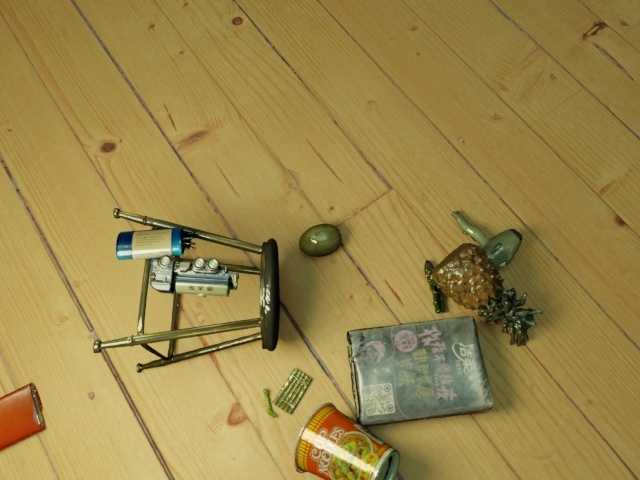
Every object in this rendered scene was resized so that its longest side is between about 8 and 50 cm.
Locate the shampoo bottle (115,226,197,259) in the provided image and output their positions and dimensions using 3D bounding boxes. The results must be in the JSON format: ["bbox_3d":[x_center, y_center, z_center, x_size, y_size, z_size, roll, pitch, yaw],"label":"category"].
[{"bbox_3d":[-0.386,0.006,1.286,0.183,0.050,0.087,-4,40,-8],"label":"shampoo bottle"}]

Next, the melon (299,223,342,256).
[{"bbox_3d":[0.000,0.000,1.619,0.130,0.098,0.098,-15,69,-3],"label":"melon"}]

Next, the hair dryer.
[{"bbox_3d":[0.452,0.036,1.606,0.225,0.088,0.219,23,75,25],"label":"hair dryer"}]

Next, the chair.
[{"bbox_3d":[-0.316,0.151,1.454,0.410,0.364,0.362,1,68,-2],"label":"chair"}]

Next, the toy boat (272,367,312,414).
[{"bbox_3d":[-0.078,0.418,1.506,0.063,0.016,0.115,29,74,14],"label":"toy boat"}]

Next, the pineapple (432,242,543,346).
[{"bbox_3d":[0.467,0.164,1.484,0.169,0.169,0.340,-44,93,-13],"label":"pineapple"}]

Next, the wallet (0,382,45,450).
[{"bbox_3d":[-0.877,0.503,1.499,0.204,0.045,0.142,-26,68,-8],"label":"wallet"}]

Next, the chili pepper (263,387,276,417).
[{"bbox_3d":[-0.143,0.448,1.491,0.017,0.030,0.083,-12,73,-22],"label":"chili pepper"}]

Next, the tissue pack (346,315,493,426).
[{"bbox_3d":[0.261,0.353,1.464,0.361,0.122,0.259,-7,71,-2],"label":"tissue pack"}]

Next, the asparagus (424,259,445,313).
[{"bbox_3d":[0.332,0.134,1.588,0.036,0.030,0.165,-16,69,8],"label":"asparagus"}]

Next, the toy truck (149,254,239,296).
[{"bbox_3d":[-0.293,0.087,1.265,0.201,0.074,0.088,4,77,-6],"label":"toy truck"}]

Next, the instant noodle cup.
[{"bbox_3d":[0.073,0.530,1.329,0.212,0.193,0.193,17,69,33],"label":"instant noodle cup"}]
